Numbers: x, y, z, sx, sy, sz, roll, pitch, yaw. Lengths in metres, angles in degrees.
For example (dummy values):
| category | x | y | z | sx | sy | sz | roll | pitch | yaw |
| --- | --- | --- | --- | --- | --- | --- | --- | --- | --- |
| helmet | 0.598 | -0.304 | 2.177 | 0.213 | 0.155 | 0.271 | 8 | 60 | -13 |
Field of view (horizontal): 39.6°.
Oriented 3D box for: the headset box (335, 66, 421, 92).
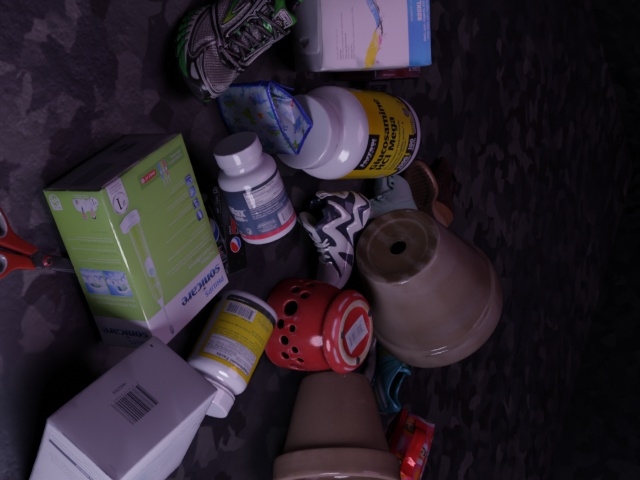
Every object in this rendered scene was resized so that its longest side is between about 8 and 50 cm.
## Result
| category | x | y | z | sx | sy | sz | roll | pitch | yaw |
| --- | --- | --- | --- | --- | --- | --- | --- | --- | --- |
| headset box | 0.129 | -0.474 | 1.974 | 0.218 | 0.110 | 0.293 | -18 | 108 | -54 |

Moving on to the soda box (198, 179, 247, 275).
| category | x | y | z | sx | sy | sz | roll | pitch | yaw |
| --- | --- | --- | --- | --- | --- | --- | --- | --- | --- |
| soda box | -0.177 | -0.024 | 1.620 | 0.060 | 0.053 | 0.168 | -20 | 110 | -53 |

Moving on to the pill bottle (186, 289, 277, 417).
| category | x | y | z | sx | sy | sz | roll | pitch | yaw |
| --- | --- | --- | --- | --- | --- | --- | --- | --- | --- |
| pill bottle | -0.170 | 0.204 | 1.601 | 0.119 | 0.119 | 0.208 | 56 | 50 | -44 |

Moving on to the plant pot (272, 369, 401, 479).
| category | x | y | z | sx | sy | sz | roll | pitch | yaw |
| --- | --- | --- | --- | --- | --- | --- | --- | --- | --- |
| plant pot | 0.031 | 0.401 | 1.851 | 0.263 | 0.263 | 0.229 | 38 | 44 | -52 |

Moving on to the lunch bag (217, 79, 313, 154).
| category | x | y | z | sx | sy | sz | roll | pitch | yaw |
| --- | --- | --- | --- | --- | --- | --- | --- | --- | --- |
| lunch bag | -0.107 | -0.235 | 1.631 | 0.151 | 0.129 | 0.096 | 51 | 51 | -44 |

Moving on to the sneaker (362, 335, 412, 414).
| category | x | y | z | sx | sy | sz | roll | pitch | yaw |
| --- | --- | --- | --- | --- | --- | --- | --- | --- | --- |
| sneaker | 0.177 | 0.286 | 2.143 | 0.107 | 0.110 | 0.275 | 31 | 68 | -54 |

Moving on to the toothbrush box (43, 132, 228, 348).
| category | x | y | z | sx | sy | sz | roll | pitch | yaw |
| --- | --- | --- | --- | --- | --- | --- | --- | --- | --- |
| toothbrush box | -0.280 | -0.001 | 1.399 | 0.206 | 0.122 | 0.283 | -49 | 131 | -48 |

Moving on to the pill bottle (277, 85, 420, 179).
| category | x | y | z | sx | sy | sz | roll | pitch | yaw |
| --- | --- | --- | --- | --- | --- | --- | --- | --- | --- |
| pill bottle | 0.052 | -0.218 | 1.821 | 0.334 | 0.188 | 0.187 | -9 | 101 | -56 |

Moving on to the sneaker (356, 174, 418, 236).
| category | x | y | z | sx | sy | sz | roll | pitch | yaw |
| --- | --- | --- | --- | --- | --- | --- | --- | --- | --- |
| sneaker | 0.118 | -0.091 | 2.047 | 0.256 | 0.094 | 0.151 | 4 | 64 | -42 |

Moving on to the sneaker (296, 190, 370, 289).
| category | x | y | z | sx | sy | sz | roll | pitch | yaw |
| --- | --- | --- | --- | --- | --- | --- | --- | --- | --- |
| sneaker | 0.000 | 0.000 | 1.870 | 0.153 | 0.094 | 0.235 | 12 | 109 | -34 |

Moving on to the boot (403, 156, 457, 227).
| category | x | y | z | sx | sy | sz | roll | pitch | yaw |
| --- | --- | --- | --- | --- | --- | --- | --- | --- | --- |
| boot | 0.290 | -0.156 | 2.309 | 0.248 | 0.090 | 0.207 | 65 | 32 | -35 |

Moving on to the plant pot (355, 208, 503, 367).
| category | x | y | z | sx | sy | sz | roll | pitch | yaw |
| --- | --- | --- | --- | --- | --- | --- | --- | --- | --- |
| plant pot | 0.214 | 0.082 | 1.966 | 0.280 | 0.323 | 0.323 | 51 | 53 | -51 |

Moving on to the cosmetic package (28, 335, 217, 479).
| category | x | y | z | sx | sy | sz | roll | pitch | yaw |
| --- | --- | --- | --- | --- | --- | --- | --- | --- | --- |
| cosmetic package | -0.296 | 0.303 | 1.316 | 0.224 | 0.138 | 0.224 | -40 | 165 | -47 |

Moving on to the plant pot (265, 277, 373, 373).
| category | x | y | z | sx | sy | sz | roll | pitch | yaw |
| --- | --- | --- | --- | --- | --- | --- | --- | --- | --- |
| plant pot | 0.001 | 0.174 | 1.809 | 0.191 | 0.174 | 0.191 | -5 | 95 | -55 |

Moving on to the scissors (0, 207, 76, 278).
| category | x | y | z | sx | sy | sz | roll | pitch | yaw |
| --- | --- | --- | --- | --- | --- | --- | --- | --- | --- |
| scissors | -0.418 | 0.036 | 1.296 | 0.297 | 0.021 | 0.109 | 42 | 51 | -53 |

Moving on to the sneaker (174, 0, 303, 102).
| category | x | y | z | sx | sy | sz | roll | pitch | yaw |
| --- | --- | --- | --- | --- | --- | --- | --- | --- | --- |
| sneaker | -0.135 | -0.379 | 1.558 | 0.343 | 0.146 | 0.134 | -62 | 140 | -29 |

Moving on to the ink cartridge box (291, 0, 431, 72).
| category | x | y | z | sx | sy | sz | roll | pitch | yaw |
| --- | --- | --- | --- | --- | --- | --- | --- | --- | --- |
| ink cartridge box | 0.076 | -0.422 | 1.760 | 0.233 | 0.171 | 0.168 | -7 | 101 | -20 |

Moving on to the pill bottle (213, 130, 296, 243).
| category | x | y | z | sx | sy | sz | roll | pitch | yaw |
| --- | --- | --- | --- | --- | --- | --- | --- | --- | --- |
| pill bottle | -0.119 | -0.094 | 1.553 | 0.108 | 0.108 | 0.180 | -52 | 133 | -40 |

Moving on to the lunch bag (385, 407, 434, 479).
| category | x | y | z | sx | sy | sz | roll | pitch | yaw |
| --- | --- | --- | --- | --- | --- | --- | --- | --- | --- |
| lunch bag | 0.174 | 0.536 | 2.043 | 0.258 | 0.120 | 0.293 | -68 | 174 | 34 |
